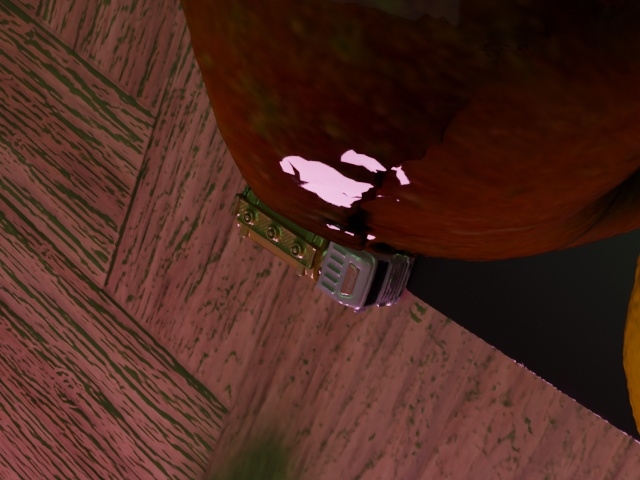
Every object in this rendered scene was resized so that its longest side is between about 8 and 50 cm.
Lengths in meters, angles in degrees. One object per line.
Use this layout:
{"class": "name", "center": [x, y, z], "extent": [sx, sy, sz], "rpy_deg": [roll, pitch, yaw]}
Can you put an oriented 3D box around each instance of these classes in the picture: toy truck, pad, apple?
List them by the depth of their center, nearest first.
{"class": "apple", "center": [0.090, -0.182, 0.519], "extent": [0.374, 0.384, 0.374], "rpy_deg": [15, 111, 45]}
{"class": "pad", "center": [0.167, 0.017, 0.746], "extent": [0.245, 0.006, 0.170], "rpy_deg": [34, 119, 32]}
{"class": "toy truck", "center": [0.000, 0.000, 0.851], "extent": [0.123, 0.063, 0.052], "rpy_deg": [34, 119, 32]}

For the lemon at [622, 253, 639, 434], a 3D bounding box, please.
{"class": "lemon", "center": [0.232, 0.063, 0.585], "extent": [0.178, 0.178, 0.203], "rpy_deg": [-10, 94, 42]}
